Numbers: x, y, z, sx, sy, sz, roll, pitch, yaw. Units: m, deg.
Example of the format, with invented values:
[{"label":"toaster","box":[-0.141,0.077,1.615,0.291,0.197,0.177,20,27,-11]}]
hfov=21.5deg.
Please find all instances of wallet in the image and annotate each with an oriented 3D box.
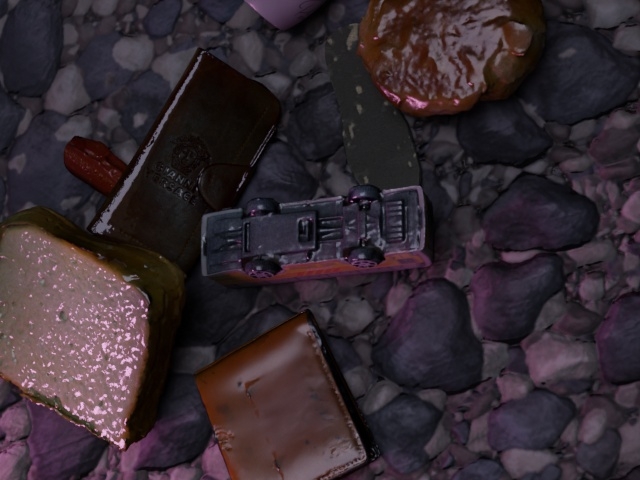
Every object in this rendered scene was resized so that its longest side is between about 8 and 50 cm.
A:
[{"label":"wallet","box":[-0.151,-0.086,1.967,0.137,0.031,0.255,31,87,-12]},{"label":"wallet","box":[-0.042,0.196,1.876,0.161,0.042,0.195,-28,65,5]}]

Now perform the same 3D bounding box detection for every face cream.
[{"label":"face cream","box":[-0.042,-0.314,1.983,0.104,0.117,0.117,-49,65,10]}]

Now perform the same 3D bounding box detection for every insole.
[{"label":"insole","box":[0.059,-0.143,1.954,0.081,0.011,0.248,-19,68,10]}]

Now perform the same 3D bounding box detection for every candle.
[{"label":"candle","box":[-0.246,-0.074,2.019,0.162,0.048,0.053,35,86,24]}]

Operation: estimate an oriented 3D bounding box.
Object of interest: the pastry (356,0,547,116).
[{"label":"pastry","box":[0.146,-0.248,1.906,0.218,0.100,0.229,-10,75,19]}]

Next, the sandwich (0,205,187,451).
[{"label":"sandwich","box":[-0.282,0.092,1.935,0.251,0.087,0.226,22,112,23]}]

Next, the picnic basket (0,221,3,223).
[{"label":"picnic basket","box":[-0.402,0.020,2.033,0.083,0.072,0.072,-28,67,-4]}]

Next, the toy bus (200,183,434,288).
[{"label":"toy bus","box":[0.000,0.000,1.881,0.268,0.106,0.092,-7,72,19]}]
